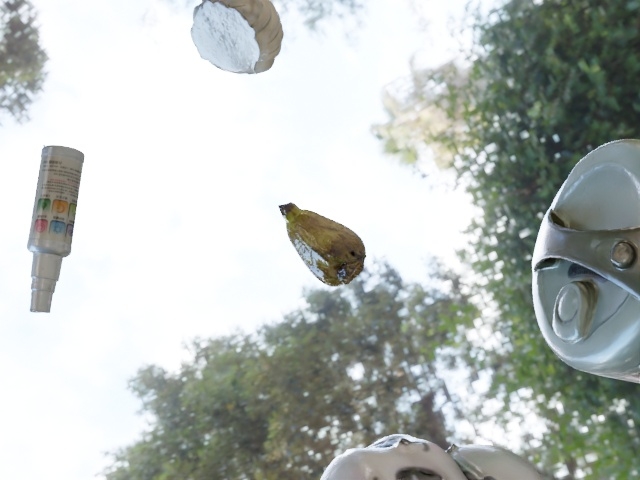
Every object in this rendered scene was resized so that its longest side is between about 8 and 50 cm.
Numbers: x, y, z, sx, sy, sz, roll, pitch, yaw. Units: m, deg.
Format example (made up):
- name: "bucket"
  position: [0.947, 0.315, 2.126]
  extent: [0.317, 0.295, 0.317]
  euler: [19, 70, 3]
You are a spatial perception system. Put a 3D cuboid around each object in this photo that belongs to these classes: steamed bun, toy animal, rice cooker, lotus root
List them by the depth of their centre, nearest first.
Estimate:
- name: "toy animal"
  position: [0.084, 0.212, 0.711]
  extent: [0.179, 0.166, 0.138]
  euler: [20, -91, -19]
- name: "rice cooker"
  position: [0.459, 0.034, 1.294]
  extent: [0.325, 0.335, 0.335]
  euler: [12, -127, -18]
- name: "lotus root"
  position: [0.000, 0.000, 1.752]
  extent: [0.191, 0.108, 0.094]
  euler: [44, -176, 18]
- name: "steamed bun"
  position: [-0.148, -0.393, 1.782]
  extent: [0.183, 0.183, 0.106]
  euler: [52, -135, -18]

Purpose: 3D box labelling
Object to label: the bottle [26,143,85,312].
- name: "bottle"
  position: [-0.347, -0.014, 1.259]
  extent: [0.060, 0.060, 0.217]
  euler: [19, -109, -48]
